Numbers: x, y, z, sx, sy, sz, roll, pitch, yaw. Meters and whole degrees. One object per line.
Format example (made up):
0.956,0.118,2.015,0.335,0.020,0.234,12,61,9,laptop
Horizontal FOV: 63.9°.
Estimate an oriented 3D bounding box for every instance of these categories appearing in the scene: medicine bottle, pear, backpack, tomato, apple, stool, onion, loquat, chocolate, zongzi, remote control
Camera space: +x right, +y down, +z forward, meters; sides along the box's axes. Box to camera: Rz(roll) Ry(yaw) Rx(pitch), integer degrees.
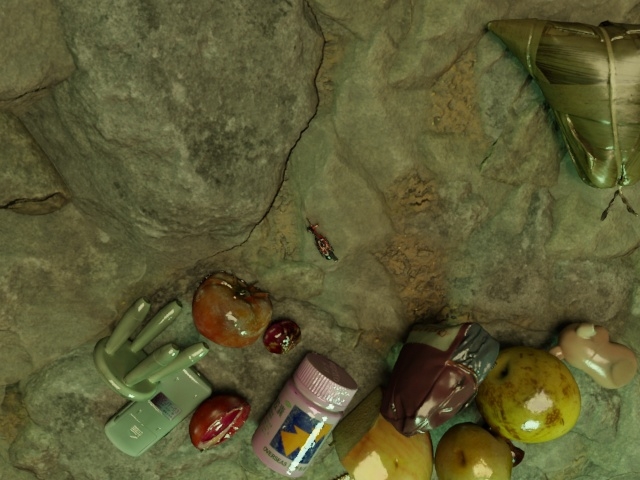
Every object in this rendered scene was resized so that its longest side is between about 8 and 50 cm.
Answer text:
-0.043,0.471,1.397,0.178,0.178,0.290,31,95,-12,medicine bottle
0.579,0.432,1.435,0.281,0.281,0.280,-1,100,-8,pear
0.295,0.366,1.333,0.197,0.283,0.317,39,68,-7,backpack
-0.232,0.192,1.339,0.214,0.155,0.180,24,100,-12,tomato
0.195,0.616,1.459,0.309,0.314,0.252,45,135,-7,apple
-0.425,0.271,1.290,0.199,0.195,0.195,-38,71,7,stool
-0.107,0.259,1.397,0.107,0.097,0.107,-20,137,-20,onion
0.425,0.601,1.415,0.213,0.213,0.212,-1,100,-8,loquat
0.537,0.613,1.526,0.124,0.133,0.127,5,97,-5,chocolate
0.650,-0.328,1.389,0.468,0.218,0.499,10,112,16,zongzi
-0.443,0.462,1.403,0.296,0.056,0.140,-41,103,2,remote control
-0.284,0.481,1.398,0.173,0.189,0.099,-44,67,-10,tomato

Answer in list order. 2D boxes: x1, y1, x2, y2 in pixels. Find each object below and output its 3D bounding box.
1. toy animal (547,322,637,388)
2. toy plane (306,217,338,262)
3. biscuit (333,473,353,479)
0.805,0.337,1.503,0.250,0.154,0.166,29,103,-9,toy animal
0.000,0.000,1.382,0.037,0.060,0.145,-32,87,-1,toy plane
0.077,0.826,1.561,0.232,0.013,0.236,-28,103,-2,biscuit
